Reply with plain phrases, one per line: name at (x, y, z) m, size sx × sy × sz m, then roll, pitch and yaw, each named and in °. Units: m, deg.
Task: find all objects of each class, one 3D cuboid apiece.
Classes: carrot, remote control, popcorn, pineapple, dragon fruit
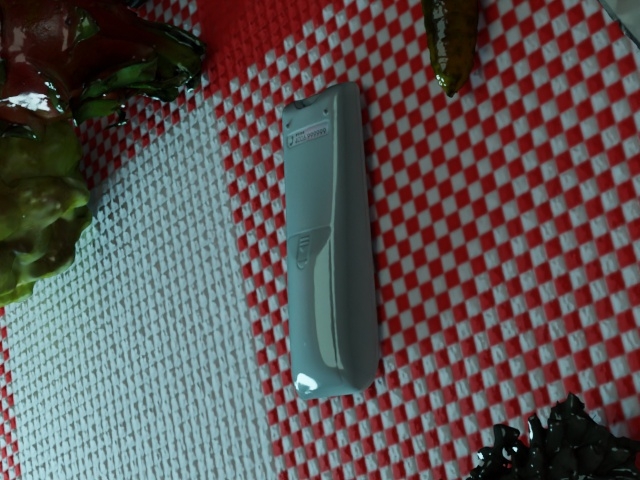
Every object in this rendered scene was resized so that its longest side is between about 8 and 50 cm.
carrot at (0.111, -0.279, 1.093) m, size 0.066 × 0.066 × 0.314 m, roll -11°, pitch 80°, yaw 48°
remote control at (0.001, 0.000, 1.180) m, size 0.103 × 0.051 × 0.293 m, roll -15°, pitch 72°, yaw 47°
popcorn at (-0.405, -0.042, 1.502) m, size 0.247 × 0.282 × 0.282 m, roll 52°, pitch 122°, yaw 36°
pineapple at (0.125, 0.219, 0.943) m, size 0.279 × 0.158 × 0.158 m, roll -50°, pitch 49°, yaw 15°
dragon fruit at (-0.275, -0.188, 1.364) m, size 0.200 × 0.269 × 0.198 m, roll -62°, pitch -3°, yaw -13°

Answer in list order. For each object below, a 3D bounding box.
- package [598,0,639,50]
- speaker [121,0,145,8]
package at (0.296, -0.161, 0.881) m, size 0.166 × 0.040 × 0.232 m, roll -51°, pitch 58°, yaw 35°
speaker at (-0.265, -0.414, 1.466) m, size 0.192 × 0.153 × 0.231 m, roll -47°, pitch 52°, yaw 33°
